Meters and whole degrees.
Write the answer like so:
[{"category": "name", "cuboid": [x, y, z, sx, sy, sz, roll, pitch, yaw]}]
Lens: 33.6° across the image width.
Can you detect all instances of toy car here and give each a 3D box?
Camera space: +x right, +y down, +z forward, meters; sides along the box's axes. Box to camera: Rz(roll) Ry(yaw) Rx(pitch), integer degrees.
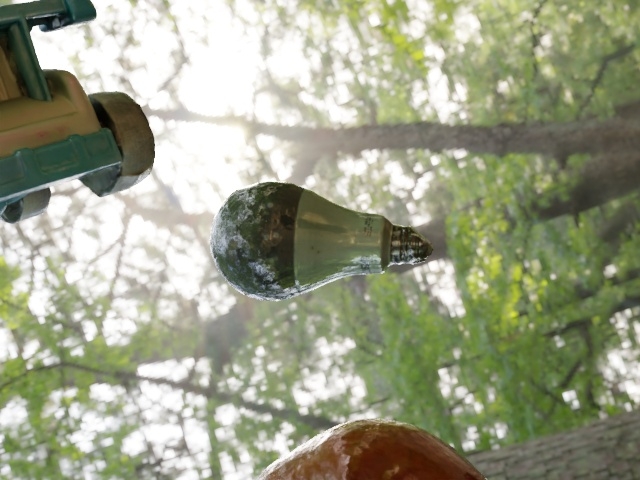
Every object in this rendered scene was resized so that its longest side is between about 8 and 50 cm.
[{"category": "toy car", "cuboid": [-0.166, -0.049, 0.485, 0.126, 0.161, 0.098, -21, -81, -42]}]

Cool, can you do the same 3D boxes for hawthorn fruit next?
[{"category": "hawthorn fruit", "cuboid": [0.061, 0.262, 0.892, 0.261, 0.224, 0.224, 23, -131, -64]}]

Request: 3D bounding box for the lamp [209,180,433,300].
[{"category": "lamp", "cuboid": [-0.011, -0.003, 1.529, 0.182, 0.314, 0.182, -2, -90, -64]}]
